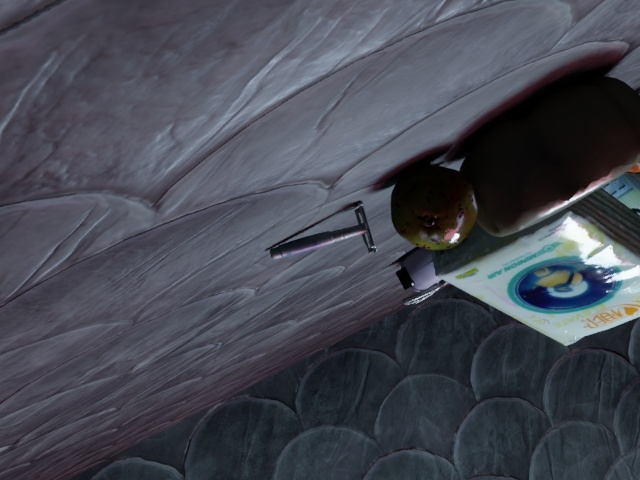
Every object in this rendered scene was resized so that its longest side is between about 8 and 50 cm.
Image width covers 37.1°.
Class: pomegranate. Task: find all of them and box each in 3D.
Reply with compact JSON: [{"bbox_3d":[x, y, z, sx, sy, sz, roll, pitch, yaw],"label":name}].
[{"bbox_3d":[0.149,-0.050,1.233,0.114,0.114,0.142,-32,-165,23],"label":"pomegranate"}]

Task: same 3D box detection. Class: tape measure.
[{"bbox_3d":[0.261,0.054,2.088,0.196,0.105,0.178,-31,170,22],"label":"tape measure"}]

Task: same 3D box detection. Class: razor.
[{"bbox_3d":[0.000,0.000,1.238,0.135,0.068,0.040,-15,167,-4],"label":"razor"}]

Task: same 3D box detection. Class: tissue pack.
[{"bbox_3d":[0.428,0.029,1.711,0.388,0.162,0.287,27,139,-35],"label":"tissue pack"}]

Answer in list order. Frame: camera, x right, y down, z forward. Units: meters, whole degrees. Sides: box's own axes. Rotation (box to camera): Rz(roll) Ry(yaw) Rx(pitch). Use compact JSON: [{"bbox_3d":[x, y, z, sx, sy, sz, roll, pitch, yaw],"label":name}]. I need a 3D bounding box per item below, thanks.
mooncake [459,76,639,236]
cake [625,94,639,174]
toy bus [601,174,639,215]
[{"bbox_3d":[0.309,-0.111,1.259,0.275,0.135,0.275,-29,174,-3],"label":"mooncake"},{"bbox_3d":[0.476,-0.150,1.626,0.098,0.135,0.287,-39,-173,-32],"label":"cake"},{"bbox_3d":[0.648,-0.150,1.821,0.152,0.190,0.312,-41,175,-17],"label":"toy bus"}]
